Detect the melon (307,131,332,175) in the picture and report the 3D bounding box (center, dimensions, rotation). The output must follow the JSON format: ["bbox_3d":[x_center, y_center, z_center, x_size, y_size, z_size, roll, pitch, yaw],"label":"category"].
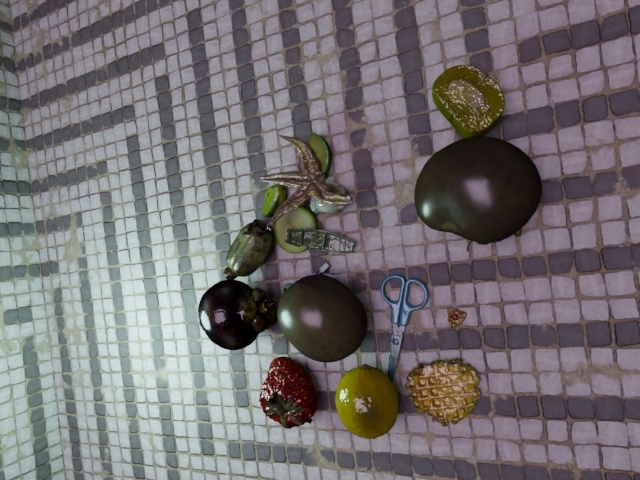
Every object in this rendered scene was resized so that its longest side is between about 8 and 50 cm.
[{"bbox_3d":[-0.008,-0.338,2.000,0.118,0.064,0.209,21,104,23],"label":"melon"}]

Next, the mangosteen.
[{"bbox_3d":[-0.370,0.319,2.080,0.330,0.330,0.329,1,93,26],"label":"mangosteen"}]

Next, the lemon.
[{"bbox_3d":[0.179,0.624,1.847,0.268,0.267,0.267,1,93,26],"label":"lemon"}]

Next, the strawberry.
[{"bbox_3d":[-0.133,0.647,2.037,0.261,0.257,0.261,8,122,12],"label":"strawberry"}]

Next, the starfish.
[{"bbox_3d":[-0.087,-0.236,1.935,0.384,0.132,0.397,-27,73,20],"label":"starfish"}]

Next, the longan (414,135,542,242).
[{"bbox_3d":[0.520,-0.170,1.591,0.405,0.336,0.404,-13,51,17],"label":"longan"}]

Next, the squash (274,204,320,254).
[{"bbox_3d":[-0.111,-0.050,2.073,0.219,0.041,0.219,1,92,26],"label":"squash"}]

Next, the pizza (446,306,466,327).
[{"bbox_3d":[0.500,0.286,1.796,0.078,0.025,0.083,42,110,16],"label":"pizza"}]

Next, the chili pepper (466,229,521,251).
[{"bbox_3d":[0.606,-0.023,1.705,0.204,0.072,0.073,-18,76,28],"label":"chili pepper"}]

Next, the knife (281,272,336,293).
[{"bbox_3d":[-0.054,0.180,2.067,0.261,0.035,0.063,-21,72,19],"label":"knife"}]

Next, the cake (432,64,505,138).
[{"bbox_3d":[0.522,-0.495,1.682,0.179,0.156,0.260,-37,81,7],"label":"cake"}]

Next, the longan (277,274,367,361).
[{"bbox_3d":[0.011,0.303,1.884,0.361,0.361,0.360,1,93,26],"label":"longan"}]

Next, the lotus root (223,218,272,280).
[{"bbox_3d":[-0.329,0.050,2.125,0.173,0.173,0.309,41,108,19],"label":"lotus root"}]

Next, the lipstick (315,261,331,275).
[{"bbox_3d":[-0.001,0.136,2.030,0.107,0.025,0.025,-45,73,14],"label":"lipstick"}]

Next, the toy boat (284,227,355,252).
[{"bbox_3d":[0.000,0.000,1.982,0.293,0.055,0.093,10,103,6],"label":"toy boat"}]

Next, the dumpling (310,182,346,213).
[{"bbox_3d":[0.039,-0.173,1.966,0.188,0.108,0.127,-3,68,38],"label":"dumpling"}]

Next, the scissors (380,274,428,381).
[{"bbox_3d":[0.307,0.361,1.892,0.193,0.029,0.446,11,97,26],"label":"scissors"}]

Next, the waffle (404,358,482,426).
[{"bbox_3d":[0.460,0.563,1.809,0.262,0.060,0.280,34,106,21],"label":"waffle"}]

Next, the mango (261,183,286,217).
[{"bbox_3d":[-0.207,-0.174,2.100,0.091,0.074,0.165,40,115,19],"label":"mango"}]
